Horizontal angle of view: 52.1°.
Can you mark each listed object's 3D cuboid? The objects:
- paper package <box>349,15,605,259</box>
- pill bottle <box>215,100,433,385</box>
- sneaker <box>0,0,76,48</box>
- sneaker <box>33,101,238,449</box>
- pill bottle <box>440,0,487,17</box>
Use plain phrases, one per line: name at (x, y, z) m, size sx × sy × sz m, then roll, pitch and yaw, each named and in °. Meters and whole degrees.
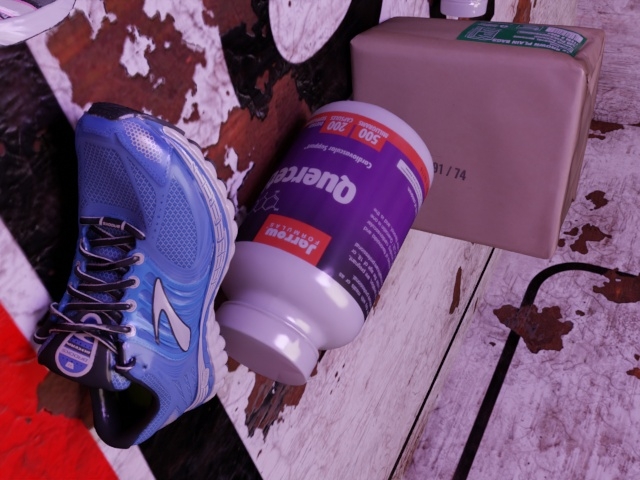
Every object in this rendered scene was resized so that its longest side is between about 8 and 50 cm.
paper package at (0.219, -0.162, 0.975) m, size 0.168 × 0.325 × 0.309 m, roll -48°, pitch 144°, yaw -44°
pill bottle at (0.000, 0.000, 0.781) m, size 0.323 × 0.181 × 0.181 m, roll -61°, pitch 152°, yaw -27°
sneaker at (-0.221, -0.144, 0.379) m, size 0.178 × 0.072 × 0.077 m, roll -54°, pitch 138°, yaw -47°
sneaker at (-0.157, 0.049, 0.550) m, size 0.147 × 0.130 × 0.330 m, roll -45°, pitch 142°, yaw -51°
pill bottle at (0.247, -0.482, 1.096) m, size 0.108 × 0.108 × 0.193 m, roll -45°, pitch 142°, yaw -46°
